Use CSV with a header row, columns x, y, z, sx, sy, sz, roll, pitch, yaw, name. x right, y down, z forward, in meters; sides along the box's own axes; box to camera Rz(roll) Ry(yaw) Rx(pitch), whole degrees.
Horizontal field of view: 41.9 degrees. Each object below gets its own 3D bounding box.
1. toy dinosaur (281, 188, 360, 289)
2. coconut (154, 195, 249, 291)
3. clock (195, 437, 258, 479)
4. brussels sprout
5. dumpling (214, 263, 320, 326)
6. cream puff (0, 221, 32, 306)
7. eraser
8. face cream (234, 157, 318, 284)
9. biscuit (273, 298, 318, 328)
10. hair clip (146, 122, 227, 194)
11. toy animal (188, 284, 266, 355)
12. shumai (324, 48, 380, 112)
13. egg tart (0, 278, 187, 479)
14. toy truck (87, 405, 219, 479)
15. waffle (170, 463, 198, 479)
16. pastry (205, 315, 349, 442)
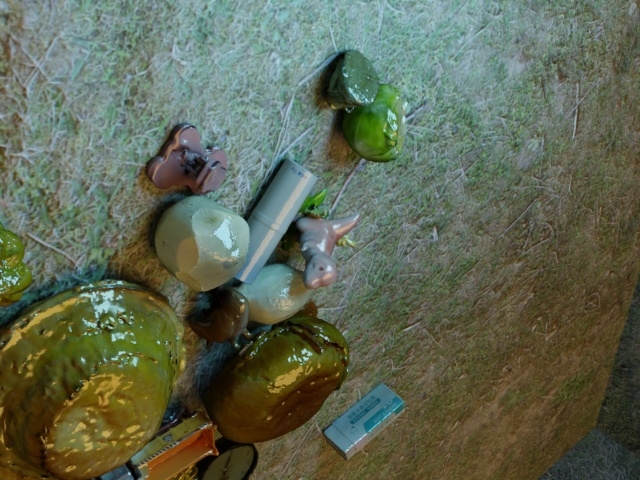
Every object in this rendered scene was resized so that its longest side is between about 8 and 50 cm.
x,y,z,sx,sy,sz,roll,pitch,yaw,name
0.001,-0.006,1.684,0.194,0.177,0.152,-31,139,-30,toy dinosaur
-0.204,0.009,1.482,0.161,0.162,0.161,-27,136,-30,coconut
-0.228,0.547,2.001,0.185,0.040,0.184,-28,138,-30,clock
0.106,-0.232,1.668,0.149,0.122,0.151,81,21,-53,brussels sprout
-0.097,0.122,1.735,0.216,0.126,0.166,-34,156,-29,dumpling
-0.494,0.053,1.227,0.156,0.156,0.121,-50,126,-4,cream puff
0.123,0.495,2.296,0.225,0.096,0.052,-36,140,-22,eraser
-0.100,-0.037,1.631,0.250,0.077,0.077,-57,144,4,face cream
-0.060,0.186,1.907,0.130,0.019,0.102,-34,140,-25,biscuit
-0.223,-0.132,1.461,0.123,0.102,0.138,-56,176,7,hair clip
-0.204,0.150,1.653,0.188,0.179,0.089,-40,-179,42,toy animal
0.052,-0.294,1.593,0.099,0.087,0.123,36,49,-27,shumai
-0.402,0.274,1.471,0.443,0.178,0.442,-27,134,-31,egg tart
-0.347,0.447,1.709,0.271,0.135,0.114,-27,137,-31,toy truck
-0.358,0.547,1.839,0.193,0.070,0.197,-18,129,-38,waffle
-0.088,0.307,1.815,0.356,0.164,0.356,-35,158,-17,pastry
